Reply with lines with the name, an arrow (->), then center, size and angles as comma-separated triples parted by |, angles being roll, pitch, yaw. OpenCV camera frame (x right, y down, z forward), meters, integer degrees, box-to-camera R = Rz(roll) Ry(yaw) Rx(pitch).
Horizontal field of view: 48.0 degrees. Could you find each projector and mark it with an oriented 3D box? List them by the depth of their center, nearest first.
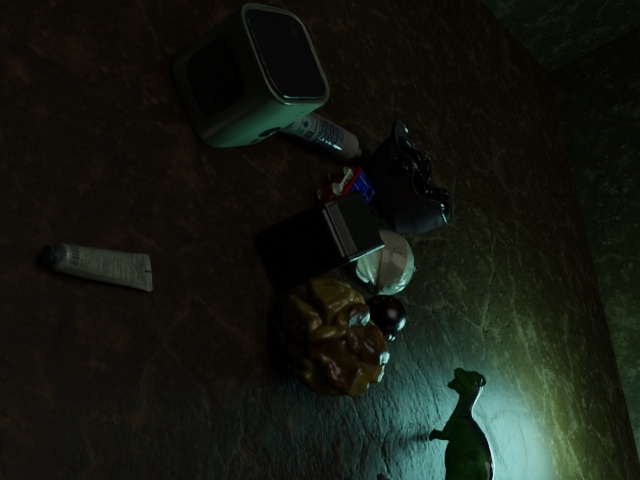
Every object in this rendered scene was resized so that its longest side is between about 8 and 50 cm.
projector -> -0.163, -0.383, 1.699 | 0.248, 0.249, 0.248 | -16, 84, -54

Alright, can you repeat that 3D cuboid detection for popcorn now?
popcorn -> 0.021, 0.203, 1.636 | 0.265, 0.225, 0.332 | 60, 12, -31

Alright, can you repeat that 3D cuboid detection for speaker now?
speaker -> 0.000, 0.000, 1.698 | 0.192, 0.231, 0.153 | -20, 86, -54

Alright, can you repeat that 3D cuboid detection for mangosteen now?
mangosteen -> 0.163, 0.213, 1.894 | 0.140, 0.140, 0.140 | 29, 49, -40

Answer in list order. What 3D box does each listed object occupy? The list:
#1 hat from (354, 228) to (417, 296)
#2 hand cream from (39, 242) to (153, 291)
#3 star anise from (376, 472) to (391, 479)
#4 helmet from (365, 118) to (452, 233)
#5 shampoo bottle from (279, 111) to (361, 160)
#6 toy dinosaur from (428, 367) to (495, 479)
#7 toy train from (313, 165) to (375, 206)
hat -> 0.181, 0.021, 1.982 | 0.226, 0.164, 0.219 | 74, 15, -56
hand cream -> -0.403, 0.044, 1.325 | 0.234, 0.050, 0.080 | 17, 57, -52
star anise -> 0.183, 0.670, 1.686 | 0.208, 0.063, 0.172 | 49, 40, -21
helmet -> 0.239, -0.165, 2.127 | 0.338, 0.197, 0.271 | 58, 23, 0
shampoo bottle -> 0.011, -0.292, 2.003 | 0.303, 0.092, 0.092 | 18, 56, -45
toy dinosaur -> 0.426, 0.547, 1.782 | 0.144, 0.500, 0.374 | 31, 82, -27
toy train -> 0.067, -0.121, 1.983 | 0.131, 0.083, 0.204 | 55, 37, -17
